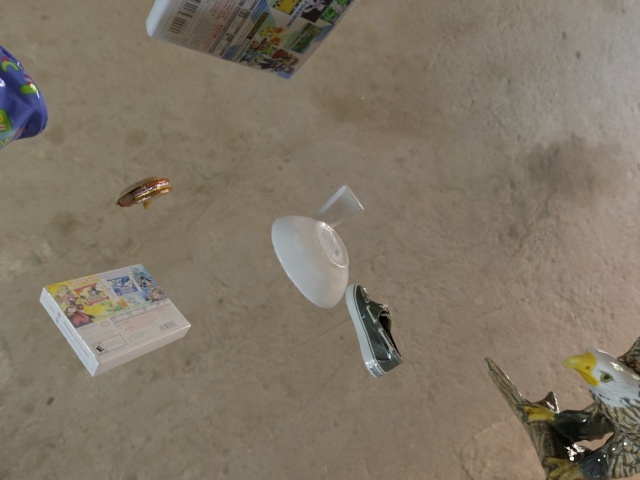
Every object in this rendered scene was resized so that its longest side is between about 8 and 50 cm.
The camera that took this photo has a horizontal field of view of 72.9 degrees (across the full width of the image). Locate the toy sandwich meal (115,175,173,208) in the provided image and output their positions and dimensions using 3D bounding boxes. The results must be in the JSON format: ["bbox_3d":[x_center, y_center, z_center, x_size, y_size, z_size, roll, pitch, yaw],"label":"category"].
[{"bbox_3d":[-0.252,-0.065,0.624,0.085,0.085,0.029,-31,93,-18],"label":"toy sandwich meal"}]

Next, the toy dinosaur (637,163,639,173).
[{"bbox_3d":[0.233,0.011,0.193,0.093,0.183,0.053,-47,119,-15],"label":"toy dinosaur"}]

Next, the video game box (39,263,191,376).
[{"bbox_3d":[-0.388,0.141,0.836,0.187,0.048,0.205,47,29,16],"label":"video game box"}]

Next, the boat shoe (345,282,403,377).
[{"bbox_3d":[0.108,0.161,0.850,0.070,0.219,0.078,-33,129,15],"label":"boat shoe"}]

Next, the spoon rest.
[{"bbox_3d":[0.000,0.000,0.632,0.084,0.276,0.137,-33,101,25],"label":"spoon rest"}]

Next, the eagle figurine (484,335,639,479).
[{"bbox_3d":[0.293,0.111,0.359,0.225,0.226,0.298,4,131,-51],"label":"eagle figurine"}]

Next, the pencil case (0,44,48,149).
[{"bbox_3d":[-0.405,-0.100,0.396,0.119,0.133,0.306,41,38,-13],"label":"pencil case"}]

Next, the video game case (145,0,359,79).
[{"bbox_3d":[-0.071,-0.408,0.687,0.299,0.329,0.036,-1,66,-44],"label":"video game case"}]
